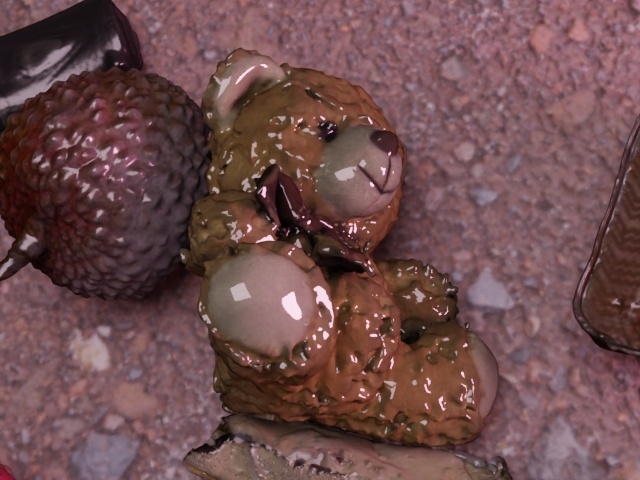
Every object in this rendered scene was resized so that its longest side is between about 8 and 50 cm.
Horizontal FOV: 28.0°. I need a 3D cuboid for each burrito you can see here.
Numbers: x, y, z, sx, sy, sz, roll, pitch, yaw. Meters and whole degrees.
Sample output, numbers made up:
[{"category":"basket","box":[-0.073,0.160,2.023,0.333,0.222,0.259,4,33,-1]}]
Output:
[{"category":"burrito","box":[0.018,0.156,0.870,0.229,0.058,0.063,6,76,17]}]

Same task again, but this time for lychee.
[{"category":"lychee","box":[-0.160,-0.035,0.915,0.165,0.165,0.197,35,55,21]}]

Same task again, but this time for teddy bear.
[{"category":"teddy bear","box":[0.000,0.000,0.856,0.156,0.267,0.256,-15,59,38]}]

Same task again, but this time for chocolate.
[{"category":"chocolate","box":[0.266,-0.003,0.838,0.148,0.093,0.214,12,74,40]}]

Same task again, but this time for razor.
[{"category":"razor","box":[-0.217,-0.137,1.027,0.148,0.054,0.090,-23,67,2]}]

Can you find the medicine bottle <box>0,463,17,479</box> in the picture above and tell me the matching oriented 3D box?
[{"category":"medicine bottle","box":[-0.189,0.252,0.832,0.247,0.147,0.147,31,80,21]}]

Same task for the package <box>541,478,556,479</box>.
[{"category":"package","box":[0.277,0.241,0.756,0.223,0.108,0.288,-21,72,-3]}]
